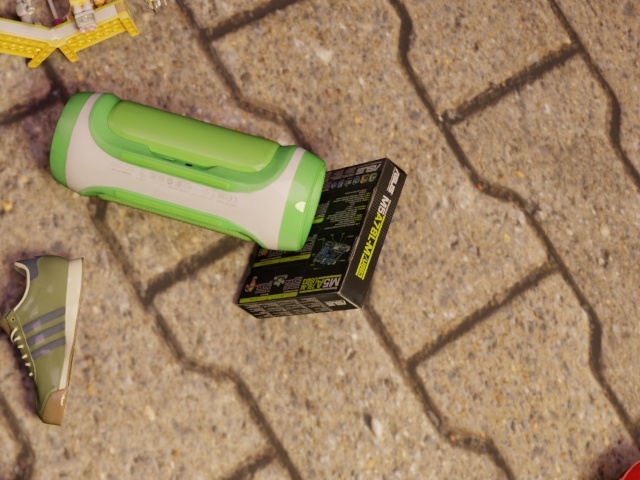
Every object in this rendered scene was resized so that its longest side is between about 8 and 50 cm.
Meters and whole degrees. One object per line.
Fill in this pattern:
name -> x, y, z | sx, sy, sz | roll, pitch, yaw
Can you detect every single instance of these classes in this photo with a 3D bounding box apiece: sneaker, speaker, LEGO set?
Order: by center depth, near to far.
sneaker -> -0.315, 0.106, 1.244 | 0.086, 0.064, 0.192 | 8, 70, -12
speaker -> -0.150, -0.079, 1.287 | 0.296, 0.131, 0.131 | 16, 66, 5
LEGO set -> -0.331, -0.285, 1.329 | 0.287, 0.132, 0.107 | -16, 72, -20

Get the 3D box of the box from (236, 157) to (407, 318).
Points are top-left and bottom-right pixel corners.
box -> 0.000, 0.000, 1.334 | 0.045, 0.190, 0.184 | 34, 61, -33

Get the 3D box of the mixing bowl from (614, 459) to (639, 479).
mixing bowl -> 0.424, 0.369, 1.447 | 0.181, 0.098, 0.181 | 7, 72, -21
